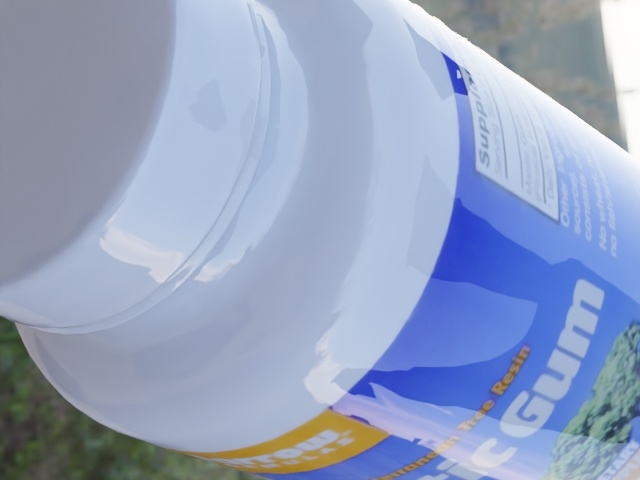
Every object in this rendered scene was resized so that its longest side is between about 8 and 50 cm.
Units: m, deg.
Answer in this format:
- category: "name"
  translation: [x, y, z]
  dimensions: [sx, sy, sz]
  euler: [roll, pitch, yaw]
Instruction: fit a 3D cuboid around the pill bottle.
- category: "pill bottle"
  translation: [0.000, 0.000, 0.566]
  dimensions: [0.272, 0.152, 0.152]
  euler: [25, 53, -50]
